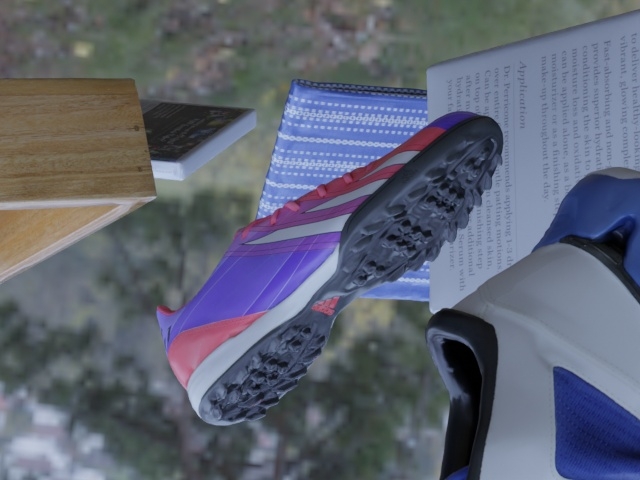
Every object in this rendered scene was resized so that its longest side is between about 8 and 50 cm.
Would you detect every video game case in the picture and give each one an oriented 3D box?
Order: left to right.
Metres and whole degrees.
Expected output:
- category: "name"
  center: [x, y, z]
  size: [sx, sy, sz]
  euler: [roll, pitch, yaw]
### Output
- category: "video game case"
  center: [-0.172, -0.097, 1.767]
  size: [0.173, 0.022, 0.190]
  euler: [6, -160, 18]

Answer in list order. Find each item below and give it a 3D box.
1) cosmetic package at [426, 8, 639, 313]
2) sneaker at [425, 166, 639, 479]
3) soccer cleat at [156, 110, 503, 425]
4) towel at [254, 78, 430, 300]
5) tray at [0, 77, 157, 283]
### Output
- category: "cosmetic package"
  center: [0.294, -0.064, 1.530]
  size: [0.161, 0.230, 0.453]
  euler: [6, 170, -39]
- category: "sneaker"
  center: [0.144, 0.137, 0.865]
  size: [0.182, 0.315, 0.127]
  euler: [-28, 165, -18]
- category: "soccer cleat"
  center: [0.000, 0.000, 1.427]
  size: [0.318, 0.116, 0.108]
  euler: [-45, 148, 16]
- category: "towel"
  center: [0.057, -0.048, 1.963]
  size: [0.243, 0.040, 0.336]
  euler: [2, 142, -12]
- category: "tray"
  center: [-0.311, -0.020, 0.939]
  size: [0.411, 0.076, 0.203]
  euler: [-2, 166, -37]
